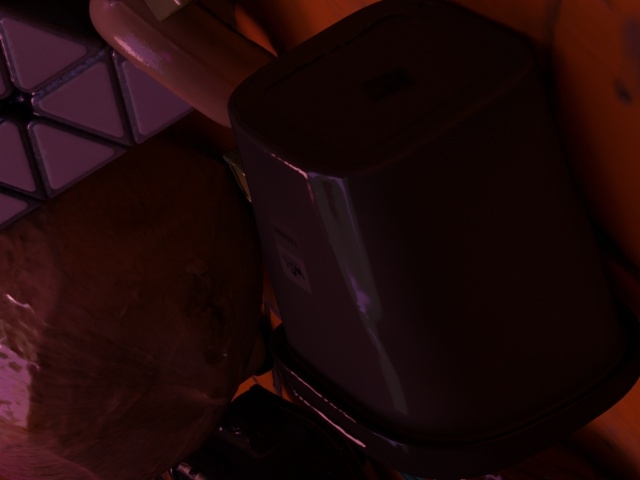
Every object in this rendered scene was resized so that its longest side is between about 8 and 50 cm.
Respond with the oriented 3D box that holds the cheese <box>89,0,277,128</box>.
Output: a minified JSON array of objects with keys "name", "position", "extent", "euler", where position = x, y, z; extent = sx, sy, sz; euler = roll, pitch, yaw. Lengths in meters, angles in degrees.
[{"name":"cheese","position":[-0.134,-0.173,1.508],"extent":[0.163,0.071,0.249],"euler":[43,-172,34]}]

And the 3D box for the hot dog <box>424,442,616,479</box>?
[{"name":"hot dog","position":[0.160,0.215,1.613],"extent":[0.272,0.122,0.196],"euler":[34,157,44]}]

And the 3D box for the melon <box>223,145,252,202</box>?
[{"name":"melon","position":[0.000,0.000,1.707],"extent":[0.118,0.064,0.209],"euler":[33,158,47]}]

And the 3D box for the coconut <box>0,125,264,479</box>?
[{"name":"coconut","position":[-0.223,0.065,1.919],"extent":[0.404,0.404,0.404],"euler":[47,164,18]}]

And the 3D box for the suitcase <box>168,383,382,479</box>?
[{"name":"suitcase","position":[0.008,0.375,2.251],"extent":[0.434,0.194,0.283],"euler":[58,163,-20]}]

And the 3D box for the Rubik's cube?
[{"name":"Rubik's cube","position":[-0.256,-0.158,1.702],"extent":[0.229,0.228,0.233],"euler":[62,161,3]}]

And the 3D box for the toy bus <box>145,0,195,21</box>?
[{"name":"toy bus","position":[-0.126,-0.258,1.423],"extent":[0.175,0.101,0.088],"euler":[56,164,-7]}]

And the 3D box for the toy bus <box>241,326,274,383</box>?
[{"name":"toy bus","position":[-0.200,0.083,2.261],"extent":[0.287,0.194,0.232],"euler":[21,133,63]}]

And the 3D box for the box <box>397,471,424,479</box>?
[{"name":"box","position":[0.113,0.203,1.862],"extent":[0.161,0.042,0.226],"euler":[50,164,14]}]

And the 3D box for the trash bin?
[{"name":"trash bin","position":[0.068,-0.005,1.251],"extent":[0.220,0.219,0.250],"euler":[32,148,47]}]
